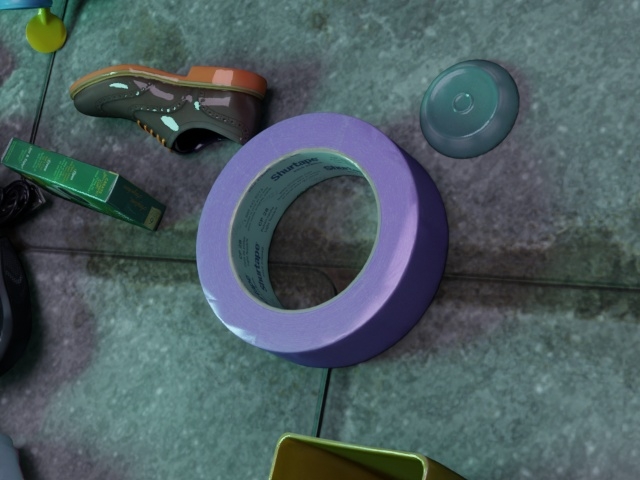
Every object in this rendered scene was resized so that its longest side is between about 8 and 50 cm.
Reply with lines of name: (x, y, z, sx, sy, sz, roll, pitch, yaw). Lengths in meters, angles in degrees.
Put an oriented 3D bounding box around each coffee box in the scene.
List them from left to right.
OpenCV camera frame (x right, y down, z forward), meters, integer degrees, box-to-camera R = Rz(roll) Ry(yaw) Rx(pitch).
coffee box: (-0.292, -0.069, 1.739, 0.184, 0.113, 0.040, 19, 80, 33)

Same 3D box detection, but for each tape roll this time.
tape roll: (0.000, 0.000, 1.573, 0.275, 0.090, 0.274, -9, 70, 25)

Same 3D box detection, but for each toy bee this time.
toy bee: (-0.348, -0.341, 1.858, 0.298, 0.162, 0.195, 36, 124, 44)

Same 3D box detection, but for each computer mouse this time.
computer mouse: (-0.413, 0.069, 1.787, 0.188, 0.072, 0.272, -28, 51, 23)

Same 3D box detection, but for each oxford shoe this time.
oxford shoe: (-0.197, -0.158, 1.729, 0.271, 0.097, 0.098, 2, 81, 29)

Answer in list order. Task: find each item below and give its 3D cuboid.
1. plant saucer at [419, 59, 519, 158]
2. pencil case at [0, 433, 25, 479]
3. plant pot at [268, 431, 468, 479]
plant saucer: (0.162, -0.151, 1.575, 0.119, 0.021, 0.119, -9, 70, 26)
pencil case: (-0.384, 0.359, 1.644, 0.124, 0.113, 0.273, -46, 56, 30)
plant pot: (0.070, 0.317, 1.351, 0.212, 0.187, 0.212, 0, 72, 49)
